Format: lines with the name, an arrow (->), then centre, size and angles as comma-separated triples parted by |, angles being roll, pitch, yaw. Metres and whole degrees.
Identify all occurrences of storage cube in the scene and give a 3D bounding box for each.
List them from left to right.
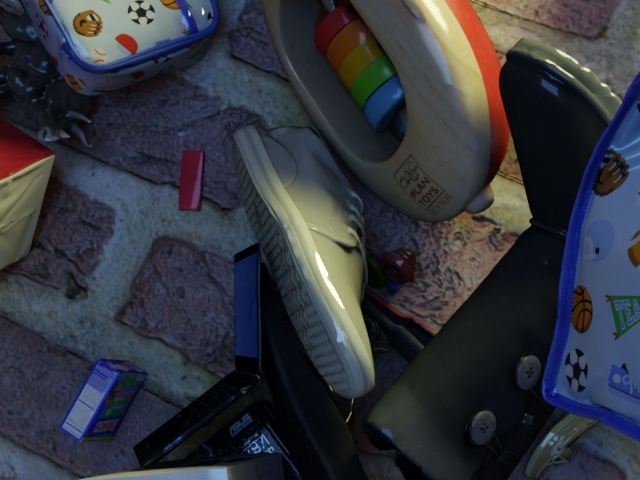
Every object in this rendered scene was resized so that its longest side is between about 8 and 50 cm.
storage cube -> -0.501, -0.063, 1.695 | 0.193, 0.183, 0.215 | 32, 123, 15

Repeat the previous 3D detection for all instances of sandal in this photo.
sandal -> 0.009, 0.204, 1.541 | 0.107, 0.167, 0.446 | -15, 50, -14

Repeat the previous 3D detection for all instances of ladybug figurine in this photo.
ladybug figurine -> 0.092, -0.226, 1.563 | 0.162, 0.305, 0.449 | -24, 77, -30

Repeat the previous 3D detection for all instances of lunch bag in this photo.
lunch bag -> -0.281, -0.359, 1.702 | 0.243, 0.115, 0.303 | -23, 79, -20
lunch bag -> 0.440, 0.006, 1.339 | 0.239, 0.328, 0.385 | 18, 104, 52

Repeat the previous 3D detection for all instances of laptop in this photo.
laptop -> -0.156, 0.141, 1.570 | 0.264, 0.234, 0.136 | -37, 92, -11

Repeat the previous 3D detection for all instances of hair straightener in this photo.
hair straightener -> 0.076, 0.109, 1.608 | 0.230, 0.089, 0.047 | 41, 139, 14

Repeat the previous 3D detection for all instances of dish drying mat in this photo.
dish drying mat -> -0.176, -0.082, 1.734 | 0.032, 0.008, 0.083 | 2, 84, 14

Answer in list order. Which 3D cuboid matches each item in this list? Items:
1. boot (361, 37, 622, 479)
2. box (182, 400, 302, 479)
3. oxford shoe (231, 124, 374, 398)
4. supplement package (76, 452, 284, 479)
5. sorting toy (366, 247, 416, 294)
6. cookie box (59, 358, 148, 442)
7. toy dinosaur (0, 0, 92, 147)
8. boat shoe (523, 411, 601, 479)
boot -> 0.196, 0.052, 1.421 | 0.445, 0.146, 0.367 | -47, 120, -7
box -> -0.101, 0.319, 1.637 | 0.180, 0.077, 0.147 | -39, 76, 8
oxford shoe -> 0.000, 0.000, 1.516 | 0.130, 0.169, 0.449 | -11, 41, -11
supplement package -> -0.158, 0.339, 1.503 | 0.194, 0.203, 0.149 | -8, 83, 14
sorting toy -> 0.091, 0.033, 1.630 | 0.042, 0.102, 0.061 | -46, 115, -30
cookie box -> -0.288, 0.214, 1.689 | 0.040, 0.092, 0.107 | 31, 93, 19
toy dinosaur -> -0.394, -0.259, 1.770 | 0.160, 0.121, 0.314 | -4, 72, -2
boat shoe -> 0.309, 0.239, 1.552 | 0.048, 0.056, 0.153 | 41, 88, 19
